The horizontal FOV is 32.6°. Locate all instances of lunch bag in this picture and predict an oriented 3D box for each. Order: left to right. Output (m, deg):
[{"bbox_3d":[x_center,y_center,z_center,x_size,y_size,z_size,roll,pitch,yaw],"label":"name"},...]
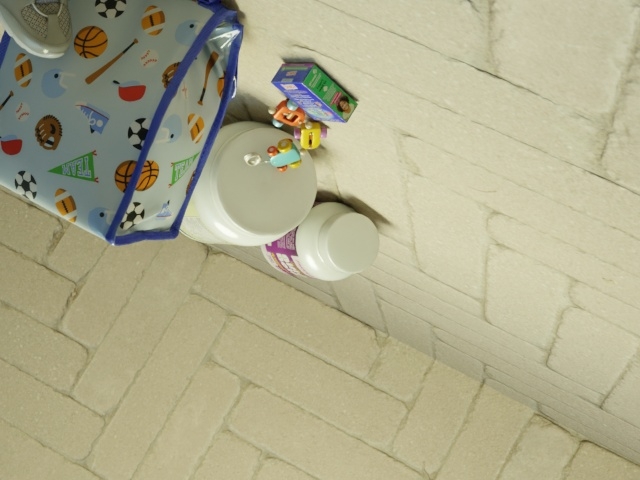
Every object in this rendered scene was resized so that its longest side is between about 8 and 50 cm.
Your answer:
[{"bbox_3d":[-0.322,-0.232,1.691,0.328,0.385,0.239,25,-167,18],"label":"lunch bag"}]

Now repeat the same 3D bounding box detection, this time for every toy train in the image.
[{"bbox_3d":[-0.062,-0.190,1.914,0.125,0.046,0.166,15,139,-27],"label":"toy train"}]

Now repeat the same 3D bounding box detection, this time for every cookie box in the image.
[{"bbox_3d":[-0.010,-0.232,1.714,0.107,0.040,0.092,37,166,-34],"label":"cookie box"}]

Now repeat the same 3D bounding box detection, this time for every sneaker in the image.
[{"bbox_3d":[-0.405,-0.395,1.529,0.115,0.105,0.281,-4,104,47],"label":"sneaker"}]

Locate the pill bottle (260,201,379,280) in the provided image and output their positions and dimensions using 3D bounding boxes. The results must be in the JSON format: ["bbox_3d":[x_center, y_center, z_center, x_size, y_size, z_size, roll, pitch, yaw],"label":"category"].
[{"bbox_3d":[0.000,0.000,2.343,0.169,0.169,0.301,35,167,-23],"label":"pill bottle"}]

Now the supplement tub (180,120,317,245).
[{"bbox_3d":[-0.162,-0.108,2.116,0.235,0.235,0.325,34,167,-21],"label":"supplement tub"}]
